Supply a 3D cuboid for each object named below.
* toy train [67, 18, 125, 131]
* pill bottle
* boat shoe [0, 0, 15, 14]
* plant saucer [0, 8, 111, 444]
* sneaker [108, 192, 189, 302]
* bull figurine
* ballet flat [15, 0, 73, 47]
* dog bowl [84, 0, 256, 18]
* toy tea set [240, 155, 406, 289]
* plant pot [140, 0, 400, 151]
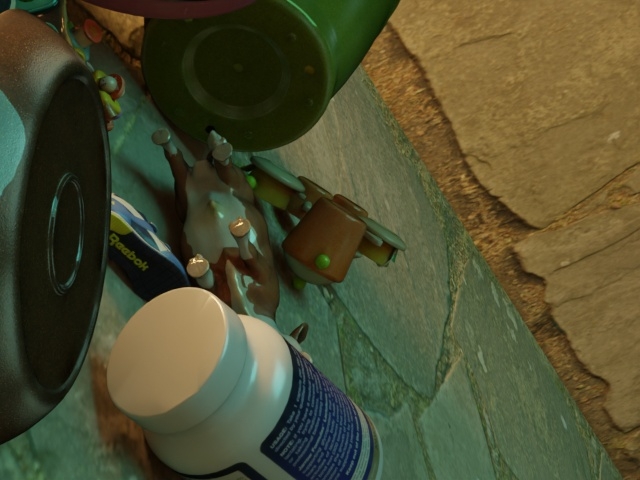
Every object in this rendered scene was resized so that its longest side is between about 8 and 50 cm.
[{"bbox_3d":[-0.249,-0.180,1.489,0.166,0.046,0.125,62,14,4],"label":"toy train"},{"bbox_3d":[-0.065,0.160,1.253,0.264,0.153,0.153,47,19,-45],"label":"pill bottle"},{"bbox_3d":[-0.306,-0.243,1.029,0.500,0.187,0.156,-88,179,-54],"label":"boat shoe"},{"bbox_3d":[-0.199,-0.006,0.985,0.310,0.050,0.310,4,90,-85],"label":"plant saucer"},{"bbox_3d":[-0.177,0.007,1.369,0.144,0.053,0.059,52,14,-34],"label":"sneaker"},{"bbox_3d":[-0.096,0.016,1.498,0.188,0.101,0.310,74,-7,-56],"label":"bull figurine"},{"bbox_3d":[-0.287,-0.206,1.394,0.073,0.080,0.232,101,-25,-58],"label":"ballet flat"},{"bbox_3d":[-0.184,-0.407,1.554,0.150,0.408,0.408,110,-29,-46],"label":"dog bowl"},{"bbox_3d":[0.000,0.000,1.956,0.200,0.124,0.336,35,6,26],"label":"toy tea set"},{"bbox_3d":[-0.077,-0.304,1.801,0.366,0.366,0.353,54,27,-27],"label":"plant pot"}]
